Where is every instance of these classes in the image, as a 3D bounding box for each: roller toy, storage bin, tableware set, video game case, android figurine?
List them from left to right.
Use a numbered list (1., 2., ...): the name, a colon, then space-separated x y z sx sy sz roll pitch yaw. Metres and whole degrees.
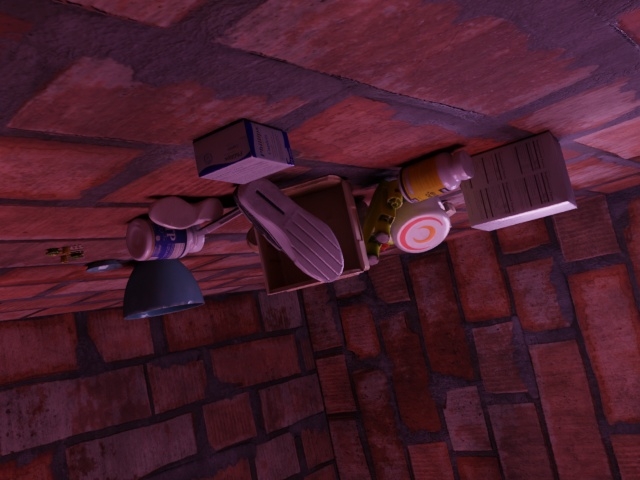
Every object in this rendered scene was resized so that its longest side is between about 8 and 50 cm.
1. tableware set: -0.748 0.044 1.779 0.104 0.024 0.154 -9 172 -20
2. video game case: -0.250 -0.057 1.590 0.143 0.019 0.157 -33 -171 -19
3. storage bin: -0.029 -0.012 1.621 0.260 0.262 0.123 -15 172 19
4. android figurine: 0.168 -0.061 1.709 0.056 0.273 0.248 18 128 -4
5. roller toy: 0.307 -0.071 1.936 0.209 0.146 0.191 8 131 -22

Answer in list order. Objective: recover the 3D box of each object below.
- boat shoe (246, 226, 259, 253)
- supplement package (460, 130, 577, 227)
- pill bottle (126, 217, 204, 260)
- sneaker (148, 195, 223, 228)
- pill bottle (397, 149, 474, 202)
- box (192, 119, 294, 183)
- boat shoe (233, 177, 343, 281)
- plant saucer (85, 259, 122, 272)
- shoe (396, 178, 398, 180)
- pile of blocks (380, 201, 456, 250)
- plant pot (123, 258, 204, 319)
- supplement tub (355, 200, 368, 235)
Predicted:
1. boat shoe: -0.066 -0.063 1.771 0.341 0.122 0.110 -23 166 3
2. supplement package: 0.552 -0.157 1.710 0.262 0.198 0.199 -16 170 28
3. pill bottle: -0.412 -0.006 1.627 0.112 0.112 0.186 -19 170 41
4. sneaker: -0.343 -0.062 1.488 0.094 0.080 0.212 -12 176 38
5. pill bottle: 0.302 -0.171 1.587 0.184 0.103 0.103 -18 170 38
6. box: -0.141 -0.160 1.121 0.126 0.072 0.137 -16 171 29
7. boat shoe: -0.075 -0.032 1.485 0.121 0.335 0.119 -47 -162 -15
8. plant saucer: -0.743 0.087 2.078 0.119 0.021 0.119 -12 173 -2
9. shoe: 0.300 -0.151 1.786 0.219 0.058 0.077 2 132 -51
10. pile of blocks: 0.345 -0.050 2.281 0.362 0.113 0.149 -19 150 0
11. plant pot: -0.586 0.164 2.224 0.290 0.196 0.290 -11 172 -2
12. supplement tub: 0.000 0.000 1.938 0.337 0.207 0.207 -12 172 -6
